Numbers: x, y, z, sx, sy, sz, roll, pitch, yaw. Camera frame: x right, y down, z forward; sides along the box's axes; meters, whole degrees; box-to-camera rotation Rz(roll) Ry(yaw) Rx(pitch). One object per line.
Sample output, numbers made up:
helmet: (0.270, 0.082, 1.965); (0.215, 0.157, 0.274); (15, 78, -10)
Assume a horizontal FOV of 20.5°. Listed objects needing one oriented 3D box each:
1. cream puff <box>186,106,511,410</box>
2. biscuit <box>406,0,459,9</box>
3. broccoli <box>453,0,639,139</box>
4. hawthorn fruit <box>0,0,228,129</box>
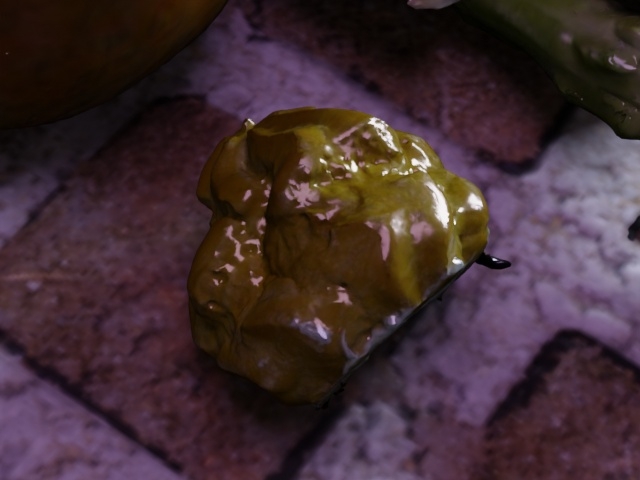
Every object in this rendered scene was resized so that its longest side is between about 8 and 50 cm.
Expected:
cream puff: (-0.001, -0.001, 0.839); (0.156, 0.121, 0.156); (0, 57, 0)
biscuit: (0.013, -0.253, 0.983); (0.281, 0.179, 0.084); (43, 17, 31)
broccoli: (0.170, -0.082, 0.923); (0.145, 0.165, 0.304); (-49, 55, 1)
hawthorn fruit: (-0.155, -0.212, 0.857); (0.267, 0.301, 0.268); (6, 60, -10)
